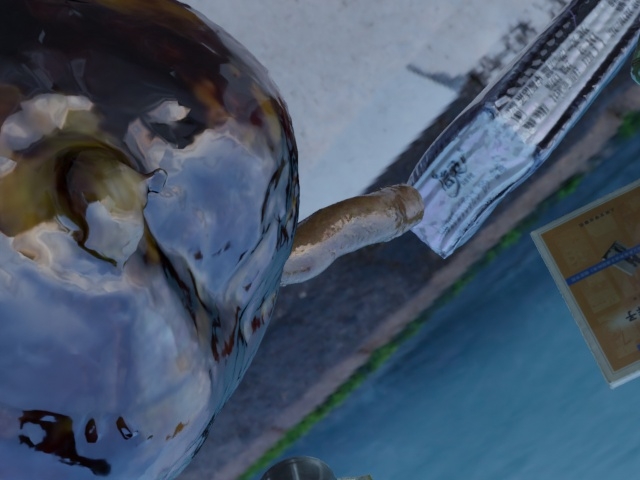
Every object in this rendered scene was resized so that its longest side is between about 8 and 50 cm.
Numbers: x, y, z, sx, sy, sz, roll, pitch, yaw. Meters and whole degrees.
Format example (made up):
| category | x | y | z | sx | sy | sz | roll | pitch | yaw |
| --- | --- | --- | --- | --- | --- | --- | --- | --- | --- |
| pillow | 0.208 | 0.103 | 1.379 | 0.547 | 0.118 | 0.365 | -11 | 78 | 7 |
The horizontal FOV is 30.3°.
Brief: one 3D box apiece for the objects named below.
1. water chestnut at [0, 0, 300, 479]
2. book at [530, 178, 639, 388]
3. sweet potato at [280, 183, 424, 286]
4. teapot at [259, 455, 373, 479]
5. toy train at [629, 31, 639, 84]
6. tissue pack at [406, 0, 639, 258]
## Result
| category | x | y | z | sx | sy | sz | roll | pitch | yaw |
| --- | --- | --- | --- | --- | --- | --- | --- | --- | --- |
| water chestnut | -0.182 | 0.009 | 0.650 | 0.335 | 0.335 | 0.347 | 0 | 152 | -37 |
| book | 0.375 | 0.044 | 1.432 | 0.170 | 0.242 | 0.018 | -27 | 142 | 7 |
| sweet potato | 0.000 | 0.000 | 1.152 | 0.281 | 0.059 | 0.067 | -23 | 165 | -40 |
| teapot | -0.006 | 0.289 | 1.298 | 0.124 | 0.091 | 0.092 | -35 | 118 | 7 |
| toy train | 0.315 | -0.199 | 1.044 | 0.038 | 0.148 | 0.071 | 37 | 141 | -17 |
| tissue pack | 0.259 | -0.163 | 1.486 | 0.361 | 0.122 | 0.259 | -47 | 175 | -38 |
